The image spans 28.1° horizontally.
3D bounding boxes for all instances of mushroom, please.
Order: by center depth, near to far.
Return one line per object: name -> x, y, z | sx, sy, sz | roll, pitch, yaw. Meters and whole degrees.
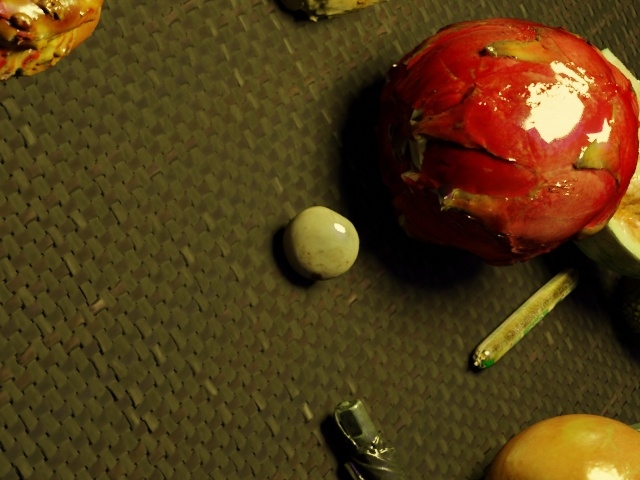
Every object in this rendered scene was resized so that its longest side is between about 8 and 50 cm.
mushroom -> 0.000, 0.000, 1.420 | 0.085, 0.085, 0.079 | 58, 7, -15

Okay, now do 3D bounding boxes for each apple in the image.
apple -> 0.303, 0.332, 1.503 | 0.253, 0.253, 0.254 | 13, 70, -40

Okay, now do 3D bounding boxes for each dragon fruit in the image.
dragon fruit -> 0.214, -0.121, 1.500 | 0.301, 0.295, 0.296 | -8, 84, -18

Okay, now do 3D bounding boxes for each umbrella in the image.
umbrella -> 0.079, 0.278, 1.422 | 0.236, 0.059, 0.066 | 61, 24, -10

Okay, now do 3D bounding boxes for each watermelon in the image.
watermelon -> 0.354, -0.068, 1.684 | 0.175, 0.188, 0.322 | -19, 86, -40

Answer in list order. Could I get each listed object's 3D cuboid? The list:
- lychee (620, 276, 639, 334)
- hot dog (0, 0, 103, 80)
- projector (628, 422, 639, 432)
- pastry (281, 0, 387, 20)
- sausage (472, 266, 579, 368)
lychee -> 0.496, 0.077, 1.799 | 0.171, 0.171, 0.171 | 13, 70, -40
hot dog -> -0.294, -0.223, 1.148 | 0.256, 0.150, 0.153 | -13, 79, -45
projector -> 0.436, 0.372, 1.692 | 0.198, 0.108, 0.251 | -3, 82, -42
pastry -> 0.017, -0.356, 1.506 | 0.192, 0.093, 0.182 | -28, 96, -43
sausage -> 0.270, 0.097, 1.662 | 0.269, 0.032, 0.033 | -34, 103, -43
